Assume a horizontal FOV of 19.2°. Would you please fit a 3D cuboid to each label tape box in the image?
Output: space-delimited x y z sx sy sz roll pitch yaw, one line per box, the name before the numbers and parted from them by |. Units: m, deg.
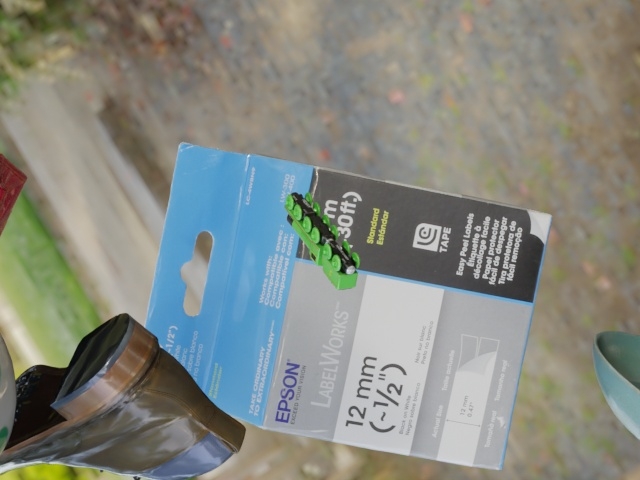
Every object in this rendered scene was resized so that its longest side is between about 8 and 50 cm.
label tape box | 0.020 0.061 1.770 0.115 0.347 0.249 -156 77 -78

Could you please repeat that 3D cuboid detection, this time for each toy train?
toy train | 0.000 0.000 1.089 0.083 0.017 0.024 -128 38 -49

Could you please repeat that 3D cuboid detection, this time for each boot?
boot | -0.143 0.128 1.182 0.106 0.082 0.219 39 141 -18

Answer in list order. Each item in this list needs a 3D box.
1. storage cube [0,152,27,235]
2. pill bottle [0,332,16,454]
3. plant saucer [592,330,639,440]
storage cube | -0.413 -0.025 1.753 0.215 0.193 0.183 22 172 10
pill bottle | -0.308 0.151 0.904 0.204 0.204 0.361 63 -150 -23
plant saucer | 0.348 0.166 1.480 0.317 0.044 0.317 25 -168 -6
